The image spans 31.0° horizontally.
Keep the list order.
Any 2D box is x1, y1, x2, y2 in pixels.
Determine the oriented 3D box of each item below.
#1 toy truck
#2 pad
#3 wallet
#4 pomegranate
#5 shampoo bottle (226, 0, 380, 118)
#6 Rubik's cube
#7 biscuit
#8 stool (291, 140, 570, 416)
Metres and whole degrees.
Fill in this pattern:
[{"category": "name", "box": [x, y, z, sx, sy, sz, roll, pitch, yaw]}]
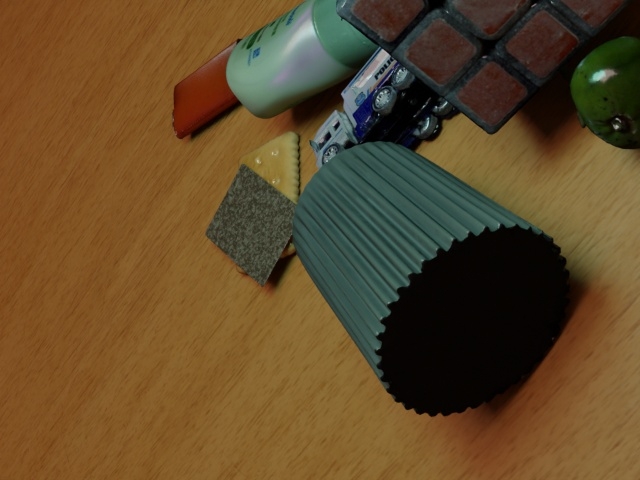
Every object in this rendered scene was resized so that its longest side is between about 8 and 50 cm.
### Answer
[{"category": "toy truck", "box": [0.099, -0.211, 1.896, 0.268, 0.124, 0.155, -48, 37, 19]}, {"category": "pad", "box": [-0.124, -0.032, 2.100, 0.235, 0.003, 0.158, 38, 102, 49]}, {"category": "wallet", "box": [-0.222, -0.307, 2.349, 0.204, 0.045, 0.142, -29, 51, 36]}, {"category": "pomegranate", "box": [0.393, -0.200, 1.551, 0.131, 0.152, 0.191, -40, 27, -6]}, {"category": "shampoo bottle", "box": [0.002, -0.348, 2.022, 0.350, 0.151, 0.222, -21, 25, 41]}, {"category": "Rubik's cube", "box": [0.227, -0.393, 1.635, 0.305, 0.304, 0.301, -43, 22, 25]}, {"category": "biscuit", "box": [-0.100, -0.071, 2.119, 0.160, 0.030, 0.249, -22, 57, 40]}, {"category": "stool", "box": [0.133, 0.035, 1.624, 0.297, 0.297, 0.330, -58, 38, 12]}]
